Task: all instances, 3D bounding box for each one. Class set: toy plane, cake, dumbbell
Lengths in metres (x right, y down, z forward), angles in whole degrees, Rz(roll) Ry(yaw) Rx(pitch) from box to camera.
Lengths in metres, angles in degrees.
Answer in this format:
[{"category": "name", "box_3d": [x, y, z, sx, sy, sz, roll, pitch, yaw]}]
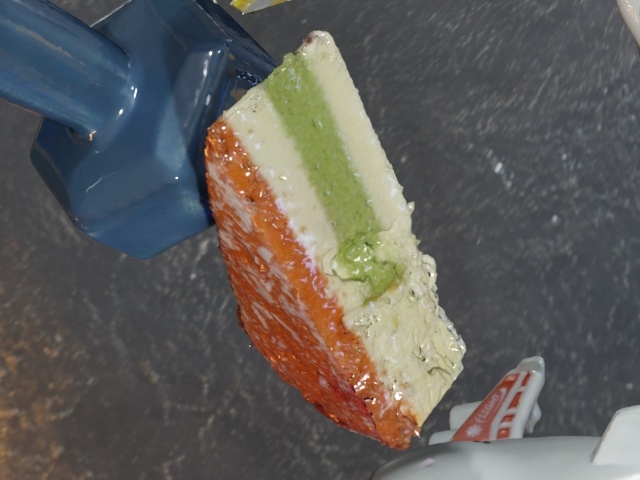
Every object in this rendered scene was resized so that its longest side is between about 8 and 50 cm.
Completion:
[{"category": "toy plane", "box_3d": [0.126, 0.177, 0.878, 0.252, 0.252, 0.118, -22, 119, 22]}, {"category": "cake", "box_3d": [-0.012, -0.002, 0.667, 0.116, 0.086, 0.220, 14, 143, 48]}, {"category": "dumbbell", "box_3d": [-0.169, -0.106, 0.660, 0.144, 0.324, 0.160, -50, 47, 12]}]

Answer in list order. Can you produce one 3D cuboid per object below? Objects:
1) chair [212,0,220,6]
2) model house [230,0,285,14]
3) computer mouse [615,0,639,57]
[{"category": "chair", "box_3d": [-0.058, -0.362, 1.181, 0.166, 0.188, 0.272, -20, 78, -15]}, {"category": "model house", "box_3d": [-0.028, -0.390, 1.590, 0.219, 0.207, 0.136, -36, 77, 58]}, {"category": "computer mouse", "box_3d": [0.513, -0.303, 1.798, 0.184, 0.121, 0.297, -27, 141, 9]}]
